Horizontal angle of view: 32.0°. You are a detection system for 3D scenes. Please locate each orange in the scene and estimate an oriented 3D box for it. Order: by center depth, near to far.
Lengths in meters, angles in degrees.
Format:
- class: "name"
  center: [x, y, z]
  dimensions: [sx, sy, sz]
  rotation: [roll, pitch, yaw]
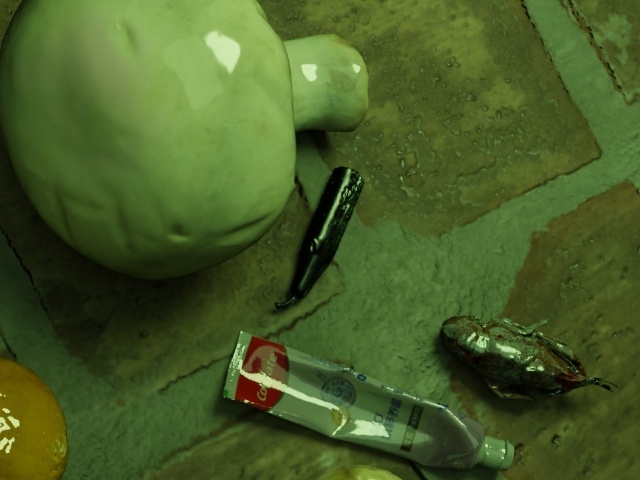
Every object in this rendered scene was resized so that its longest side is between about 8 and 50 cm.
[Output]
- class: "orange"
  center: [-0.314, 0.192, 1.008]
  dimensions: [0.178, 0.155, 0.177]
  rotation: [-10, 68, 26]

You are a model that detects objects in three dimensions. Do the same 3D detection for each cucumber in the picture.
- class: "cucumber"
  center: [0.000, 0.000, 1.156]
  dimensions: [0.043, 0.039, 0.163]
  rotation: [17, 74, 17]

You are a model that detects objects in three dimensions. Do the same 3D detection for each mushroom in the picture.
- class: "mushroom"
  center: [-0.127, -0.109, 1.032]
  dimensions: [0.356, 0.315, 0.315]
  rotation: [10, 78, -7]

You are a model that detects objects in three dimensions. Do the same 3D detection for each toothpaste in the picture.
- class: "toothpaste"
  center: [0.051, 0.173, 1.128]
  dimensions: [0.301, 0.048, 0.075]
  rotation: [19, 81, -2]

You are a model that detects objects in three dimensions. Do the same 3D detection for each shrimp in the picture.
- class: "shrimp"
  center: [0.214, 0.123, 1.150]
  dimensions: [0.190, 0.073, 0.074]
  rotation: [14, 121, 4]

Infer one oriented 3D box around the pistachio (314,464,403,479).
- class: "pistachio"
  center: [0.053, 0.310, 1.071]
  dimensions: [0.145, 0.117, 0.200]
  rotation: [-25, 91, 26]
